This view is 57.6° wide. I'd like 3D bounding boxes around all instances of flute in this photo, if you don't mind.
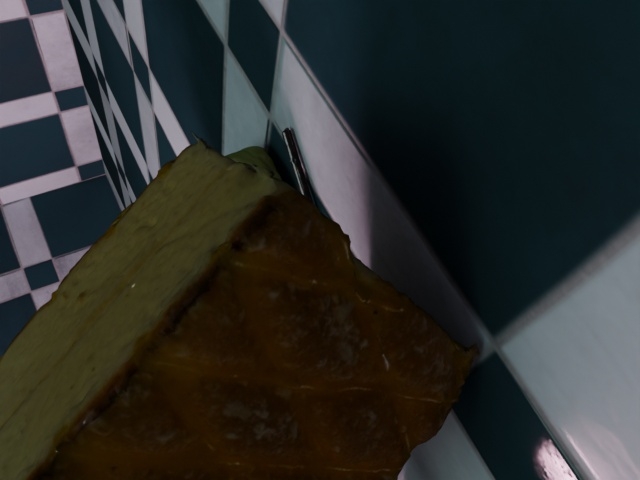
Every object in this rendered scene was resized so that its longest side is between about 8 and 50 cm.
[{"bbox_3d":[0.000,0.000,0.679,0.014,0.014,0.269,6,116,66],"label":"flute"}]

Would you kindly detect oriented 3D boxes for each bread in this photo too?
[{"bbox_3d":[-0.070,0.110,0.476,0.279,0.279,0.207,39,176,-37],"label":"bread"}]

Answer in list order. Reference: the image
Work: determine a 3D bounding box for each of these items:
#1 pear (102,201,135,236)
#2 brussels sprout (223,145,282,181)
[{"bbox_3d":[-0.205,0.055,0.894,0.271,0.271,0.271,50,152,39],"label":"pear"},{"bbox_3d":[-0.107,-0.037,0.750,0.151,0.122,0.149,28,137,60],"label":"brussels sprout"}]
